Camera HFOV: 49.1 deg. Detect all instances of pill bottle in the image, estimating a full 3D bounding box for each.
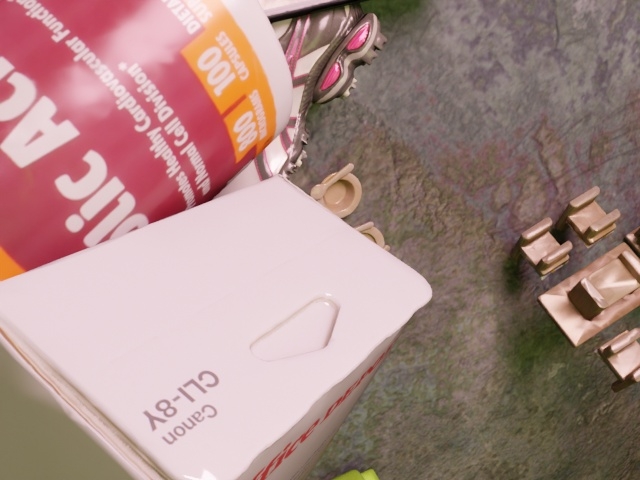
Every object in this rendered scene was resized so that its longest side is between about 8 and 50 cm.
[{"bbox_3d":[-0.222,-0.037,0.471,0.392,0.224,0.224,-48,126,-20],"label":"pill bottle"}]

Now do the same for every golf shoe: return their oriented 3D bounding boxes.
[{"bbox_3d":[-0.057,-0.125,0.671,0.120,0.105,0.273,33,91,-18],"label":"golf shoe"}]

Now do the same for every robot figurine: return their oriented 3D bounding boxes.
[{"bbox_3d":[0.029,0.353,0.940,0.115,0.067,0.101,-21,150,-16],"label":"robot figurine"}]

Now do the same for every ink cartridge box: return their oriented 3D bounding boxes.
[{"bbox_3d":[-0.114,0.169,0.516,0.279,0.160,0.385,-31,154,-54],"label":"ink cartridge box"}]

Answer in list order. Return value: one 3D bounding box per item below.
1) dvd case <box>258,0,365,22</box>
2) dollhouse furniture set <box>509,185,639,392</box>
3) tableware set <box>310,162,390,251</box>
[{"bbox_3d":[0.018,-0.301,0.615,0.252,0.022,0.181,-19,96,-17],"label":"dvd case"},{"bbox_3d":[0.393,0.048,0.903,0.242,0.212,0.161,-31,160,-9],"label":"dollhouse furniture set"},{"bbox_3d":[0.000,0.000,0.789,0.141,0.020,0.169,-34,123,-8],"label":"tableware set"}]
